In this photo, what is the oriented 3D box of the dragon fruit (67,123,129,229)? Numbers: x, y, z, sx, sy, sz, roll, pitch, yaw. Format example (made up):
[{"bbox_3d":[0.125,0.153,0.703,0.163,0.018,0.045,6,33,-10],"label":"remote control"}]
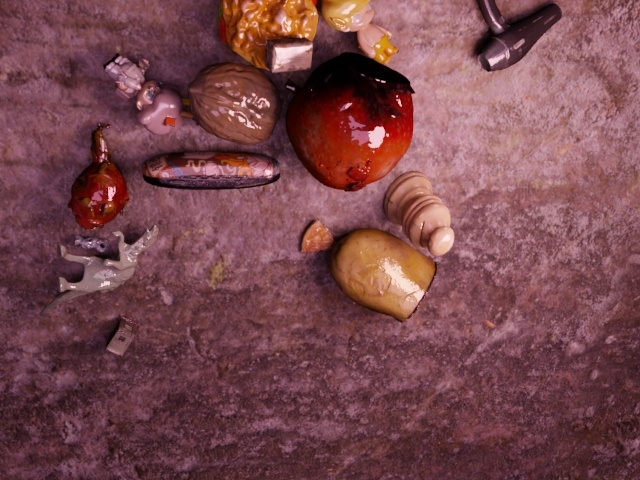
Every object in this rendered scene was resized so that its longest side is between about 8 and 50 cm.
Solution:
[{"bbox_3d":[-0.512,-0.147,1.351,0.125,0.125,0.246,-2,94,-42],"label":"dragon fruit"}]

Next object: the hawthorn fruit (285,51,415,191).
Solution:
[{"bbox_3d":[0.073,-0.268,1.319,0.315,0.316,0.316,-4,113,-10],"label":"hawthorn fruit"}]

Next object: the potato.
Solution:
[{"bbox_3d":[0.150,0.079,1.541,0.266,0.229,0.229,34,103,-7],"label":"potato"}]

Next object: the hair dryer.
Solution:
[{"bbox_3d":[0.437,-0.563,1.381,0.235,0.091,0.272,-37,111,-5],"label":"hair dryer"}]

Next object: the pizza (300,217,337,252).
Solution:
[{"bbox_3d":[-0.015,-0.002,1.556,0.099,0.029,0.100,-32,113,12],"label":"pizza"}]

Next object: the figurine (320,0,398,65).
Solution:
[{"bbox_3d":[0.081,-0.504,1.309,0.246,0.131,0.156,51,62,-23],"label":"figurine"}]

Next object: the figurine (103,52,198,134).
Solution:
[{"bbox_3d":[-0.380,-0.316,1.301,0.229,0.137,0.112,42,131,-20],"label":"figurine"}]

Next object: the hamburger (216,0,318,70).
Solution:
[{"bbox_3d":[-0.111,-0.486,1.262,0.237,0.149,0.237,-4,113,-8],"label":"hamburger"}]

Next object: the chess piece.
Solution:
[{"bbox_3d":[0.255,-0.058,1.428,0.138,0.307,0.124,-24,116,0],"label":"chess piece"}]

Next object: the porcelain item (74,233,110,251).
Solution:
[{"bbox_3d":[-0.564,0.007,1.444,0.083,0.028,0.036,15,73,-20],"label":"porcelain item"}]

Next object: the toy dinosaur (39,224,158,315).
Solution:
[{"bbox_3d":[-0.570,0.090,1.428,0.393,0.092,0.205,-47,152,19],"label":"toy dinosaur"}]

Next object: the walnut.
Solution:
[{"bbox_3d":[-0.193,-0.308,1.301,0.230,0.178,0.178,9,113,-42],"label":"walnut"}]

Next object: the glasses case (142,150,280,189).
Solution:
[{"bbox_3d":[-0.255,-0.166,1.382,0.320,0.122,0.082,-2,114,-11],"label":"glasses case"}]

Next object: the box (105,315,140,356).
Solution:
[{"bbox_3d":[-0.525,0.257,1.541,0.060,0.063,0.085,32,105,-22],"label":"box"}]

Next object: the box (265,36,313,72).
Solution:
[{"bbox_3d":[-0.067,-0.389,1.224,0.098,0.045,0.062,-14,133,-24],"label":"box"}]
